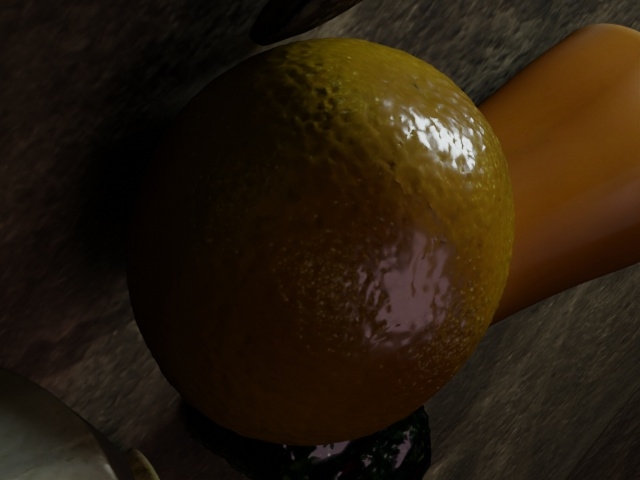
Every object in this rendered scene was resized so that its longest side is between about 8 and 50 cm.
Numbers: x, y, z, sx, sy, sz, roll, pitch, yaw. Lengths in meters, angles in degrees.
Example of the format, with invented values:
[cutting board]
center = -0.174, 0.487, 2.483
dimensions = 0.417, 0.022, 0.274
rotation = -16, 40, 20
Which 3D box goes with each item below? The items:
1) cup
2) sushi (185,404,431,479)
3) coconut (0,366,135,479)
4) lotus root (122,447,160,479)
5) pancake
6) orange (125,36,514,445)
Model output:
[cup]
center = 0.150, -0.032, 1.278
dimensions = 0.264, 0.182, 0.226
rotation = -28, 177, -30
[sushi]
center = 0.004, 0.138, 1.257
dimensions = 0.124, 0.127, 0.225
rotation = -53, 153, -1
[coconut]
center = -0.184, 0.170, 0.886
dimensions = 0.222, 0.202, 0.202
rotation = -22, 141, -43
[lotus root]
center = -0.114, 0.324, 1.117
dimensions = 0.250, 0.316, 0.316
rotation = -33, 149, -21
[pancake]
center = 0.067, -0.184, 0.930
dimensions = 0.250, 0.031, 0.250
rotation = -38, -175, 4
[orange]
center = 0.000, 0.000, 0.964
dimensions = 0.236, 0.236, 0.236
rotation = -40, 152, -26
